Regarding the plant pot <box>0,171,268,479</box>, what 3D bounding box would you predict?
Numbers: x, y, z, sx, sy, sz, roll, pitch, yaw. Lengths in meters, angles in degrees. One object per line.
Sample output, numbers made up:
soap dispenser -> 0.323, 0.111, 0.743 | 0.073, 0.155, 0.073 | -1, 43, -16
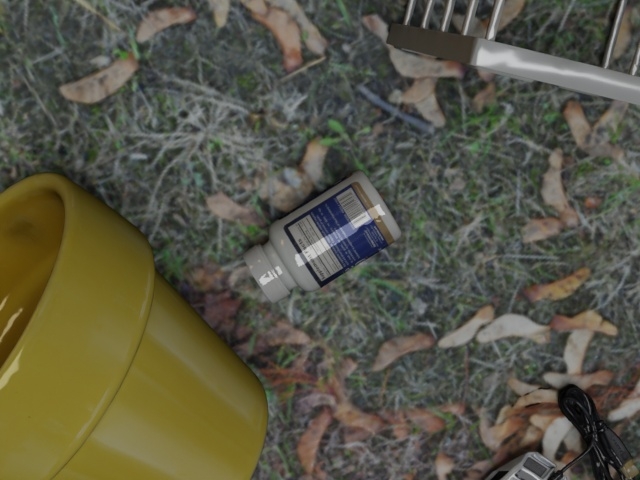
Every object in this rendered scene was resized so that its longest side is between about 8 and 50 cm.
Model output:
plant pot -> -0.177, 0.116, 1.040 | 0.239, 0.254, 0.254 | 36, 97, -29

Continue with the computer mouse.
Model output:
computer mouse -> 0.180, 0.222, 1.205 | 0.193, 0.042, 0.106 | -37, 89, 5

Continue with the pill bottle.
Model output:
pill bottle -> 0.000, 0.000, 1.113 | 0.120, 0.067, 0.067 | -32, 106, 2

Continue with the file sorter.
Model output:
file sorter -> 0.185, -0.194, 0.983 | 0.193, 0.277, 0.173 | 13, 98, -11
